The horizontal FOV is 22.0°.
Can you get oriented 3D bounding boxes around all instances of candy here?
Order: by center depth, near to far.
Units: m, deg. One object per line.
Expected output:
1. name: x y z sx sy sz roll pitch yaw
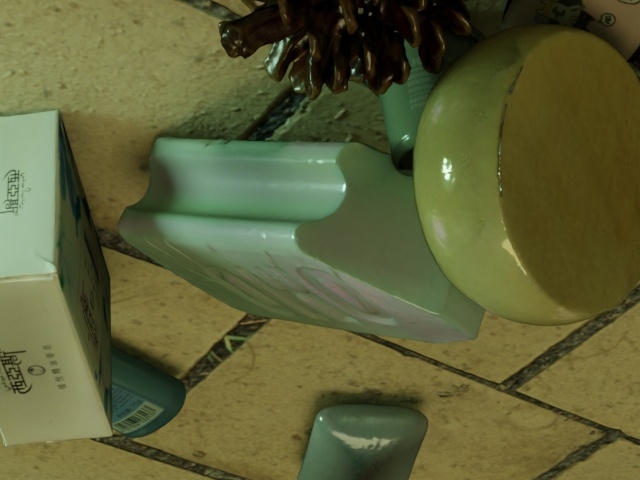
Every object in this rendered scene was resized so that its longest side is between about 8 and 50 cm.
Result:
1. candy: 0.049 0.260 1.989 0.138 0.071 0.174 3 140 -9

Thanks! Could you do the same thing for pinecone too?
1. pinecone: 0.018 -0.202 1.337 0.212 0.168 0.185 -21 126 1

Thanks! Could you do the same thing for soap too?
1. soap: 0.000 0.000 1.501 0.347 0.115 0.208 5 158 48

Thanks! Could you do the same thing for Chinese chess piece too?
1. Chinese chess piece: 0.183 -0.054 1.365 0.097 0.251 0.251 -1 152 45

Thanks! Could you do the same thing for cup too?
1. cup: 0.103 -0.121 1.465 0.120 0.141 0.120 -4 143 -3

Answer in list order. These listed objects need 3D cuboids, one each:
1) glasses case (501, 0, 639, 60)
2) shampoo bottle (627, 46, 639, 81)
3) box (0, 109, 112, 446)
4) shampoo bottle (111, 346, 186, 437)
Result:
1. glasses case: 0.248 -0.250 1.363 0.122 0.075 0.314 13 139 -11
2. shampoo bottle: 0.306 -0.180 1.469 0.068 0.067 0.236 4 142 -26
3. box: -0.277 0.041 1.588 0.116 0.203 0.274 -6 141 1
4. shampoo bottle: -0.275 0.142 1.825 0.104 0.061 0.258 -32 134 32
